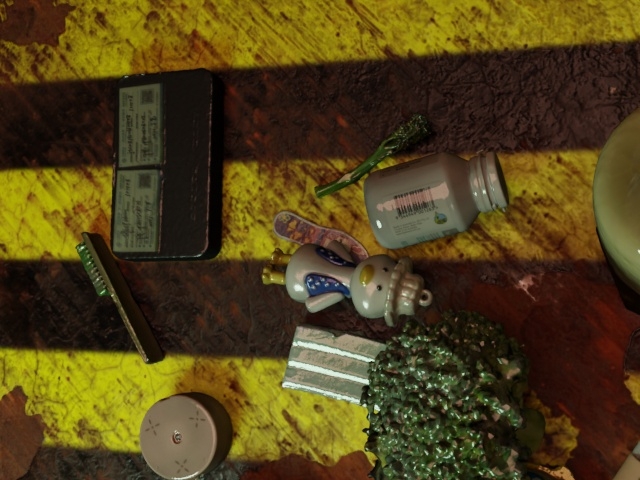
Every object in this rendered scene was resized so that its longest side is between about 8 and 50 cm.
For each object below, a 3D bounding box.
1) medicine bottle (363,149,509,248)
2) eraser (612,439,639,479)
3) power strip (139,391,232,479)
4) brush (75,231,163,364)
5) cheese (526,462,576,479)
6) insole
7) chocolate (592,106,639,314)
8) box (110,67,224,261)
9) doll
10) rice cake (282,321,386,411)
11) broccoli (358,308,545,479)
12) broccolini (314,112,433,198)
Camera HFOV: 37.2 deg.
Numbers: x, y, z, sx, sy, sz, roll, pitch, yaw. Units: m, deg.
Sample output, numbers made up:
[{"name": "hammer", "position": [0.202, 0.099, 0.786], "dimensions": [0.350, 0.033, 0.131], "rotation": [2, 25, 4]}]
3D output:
[{"name": "medicine bottle", "position": [0.189, -0.072, 1.537], "dimensions": [0.215, 0.135, 0.135], "rotation": [-15, 80, 17]}, {"name": "eraser", "position": [0.479, 0.448, 1.400], "dimensions": [0.171, 0.087, 0.291], "rotation": [31, 96, -1]}, {"name": "power strip", "position": [-0.235, 0.345, 1.669], "dimensions": [0.154, 0.078, 0.154], "rotation": [-1, 85, 16]}, {"name": "brush", "position": [-0.376, 0.109, 1.757], "dimensions": [0.048, 0.054, 0.282], "rotation": [-38, 74, 21]}, {"name": "cheese", "position": [0.294, 0.455, 1.480], "dimensions": [0.270, 0.069, 0.177], "rotation": [-40, 74, 11]}, {"name": "insole", "position": [0.000, 0.000, 1.664], "dimensions": [0.197, 0.004, 0.065], "rotation": [27, 94, 19]}, {"name": "chocolate", "position": [0.535, -0.045, 1.336], "dimensions": [0.314, 0.297, 0.326], "rotation": [-20, 79, 21]}, {"name": "box", "position": [-0.283, -0.137, 1.750], "dimensions": [0.211, 0.058, 0.350], "rotation": [-1, 84, 21]}, {"name": "doll", "position": [0.046, 0.068, 1.582], "dimensions": [0.293, 0.119, 0.138], "rotation": [12, 58, 21]}, {"name": "rice cake", "position": [0.055, 0.215, 1.601], "dimensions": [0.237, 0.043, 0.127], "rotation": [14, 89, 18]}, {"name": "broccoli", "position": [0.198, 0.283, 1.403], "dimensions": [0.334, 0.272, 0.324], "rotation": [-28, 29, 50]}, {"name": "broccolini", "position": [0.088, -0.141, 1.634], "dimensions": [0.239, 0.051, 0.054], "rotation": [-33, 81, 20]}]
